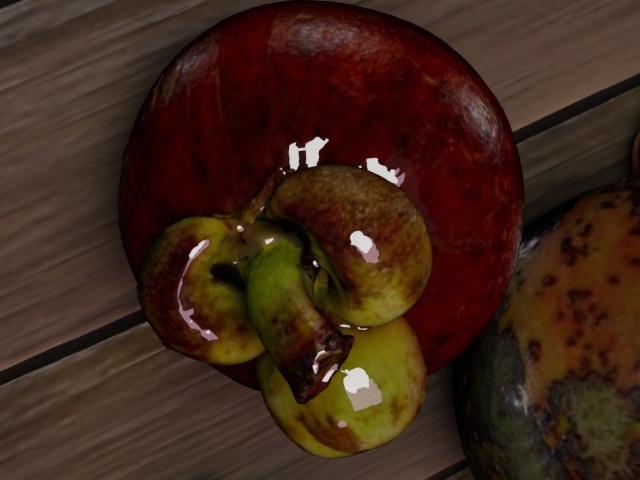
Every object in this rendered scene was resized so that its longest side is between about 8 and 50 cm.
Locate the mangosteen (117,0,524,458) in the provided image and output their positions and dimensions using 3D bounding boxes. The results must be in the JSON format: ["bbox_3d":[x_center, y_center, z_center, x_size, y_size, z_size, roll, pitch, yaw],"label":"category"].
[{"bbox_3d":[0.000,0.000,0.638,0.215,0.257,0.215,0,125,1],"label":"mangosteen"}]

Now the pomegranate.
[{"bbox_3d":[0.225,0.034,0.753,0.285,0.285,0.340,19,67,-24],"label":"pomegranate"}]
